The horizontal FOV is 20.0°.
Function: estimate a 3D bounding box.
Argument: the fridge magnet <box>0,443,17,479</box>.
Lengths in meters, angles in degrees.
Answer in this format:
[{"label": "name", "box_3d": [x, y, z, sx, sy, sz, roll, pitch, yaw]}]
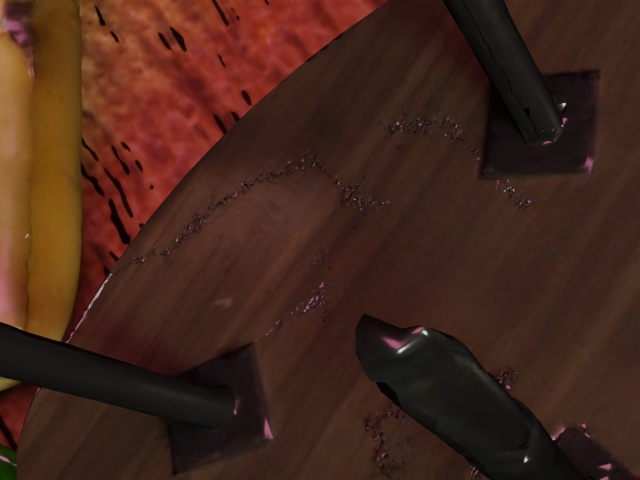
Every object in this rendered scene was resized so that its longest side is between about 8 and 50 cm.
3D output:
[{"label": "fridge magnet", "box_3d": [-0.176, 0.164, 0.691, 0.208, 0.088, 0.208, 0, 66, -1]}]

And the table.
[{"label": "table", "box_3d": [0.000, 0.000, 0.534, 0.317, 0.249, 0.317, -12, 61, 23]}]

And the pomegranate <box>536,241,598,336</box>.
[{"label": "pomegranate", "box_3d": [0.096, 0.046, 0.702, 0.169, 0.148, 0.148, 11, 68, 37]}]

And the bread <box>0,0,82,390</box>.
[{"label": "bread", "box_3d": [-0.167, -0.074, 0.784, 0.142, 0.091, 0.305, -7, 68, 13]}]
